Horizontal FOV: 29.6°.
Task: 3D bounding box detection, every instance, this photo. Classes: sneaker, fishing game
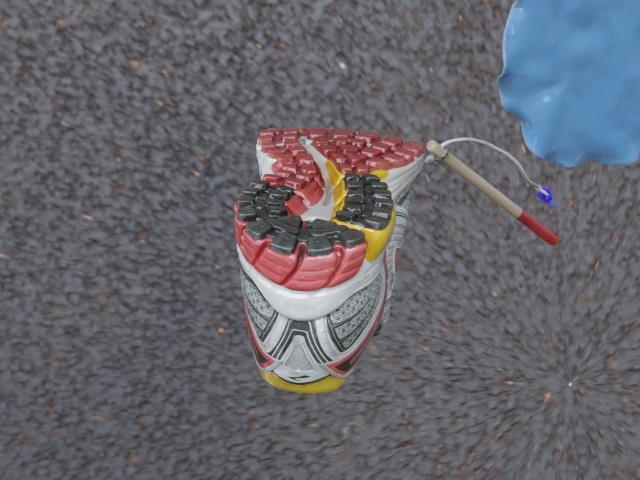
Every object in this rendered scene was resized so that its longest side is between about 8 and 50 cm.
[{"bbox_3d":[0.000,0.000,0.607,0.088,0.225,0.093,8,111,9],"label":"sneaker"},{"bbox_3d":[0.176,-0.127,0.708,0.264,0.189,0.041,-51,42,10],"label":"fishing game"}]
